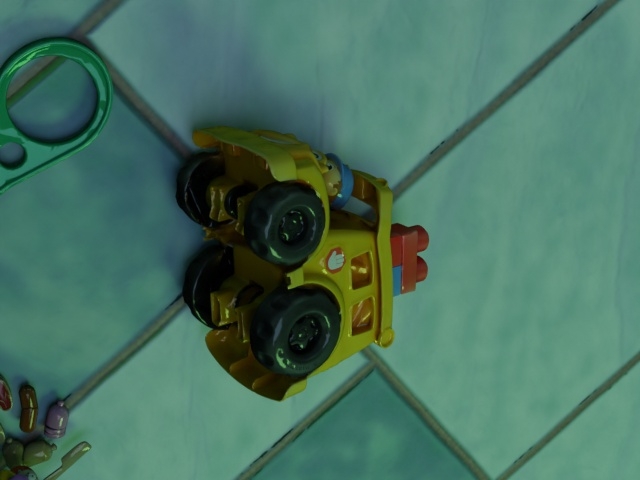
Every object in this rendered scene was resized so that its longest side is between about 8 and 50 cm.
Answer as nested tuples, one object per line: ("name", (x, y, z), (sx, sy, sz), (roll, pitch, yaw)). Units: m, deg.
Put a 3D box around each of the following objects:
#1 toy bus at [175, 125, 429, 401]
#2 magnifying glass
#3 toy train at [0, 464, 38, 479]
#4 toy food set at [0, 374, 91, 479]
("toy bus", (0.000, 0.000, 0.953), (0.212, 0.149, 0.220), (-17, 116, -30))
("magnifying glass", (-0.255, -0.063, 0.883), (0.092, 0.026, 0.231), (36, 94, -31))
("toy train", (-0.291, 0.233, 0.982), (0.125, 0.046, 0.166), (-8, 131, 22))
("toy food set", (-0.266, 0.161, 0.979), (0.078, 0.019, 0.122), (-41, 115, -1))
